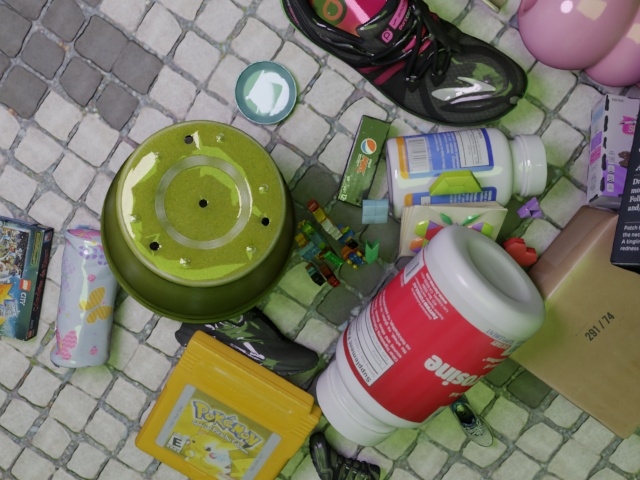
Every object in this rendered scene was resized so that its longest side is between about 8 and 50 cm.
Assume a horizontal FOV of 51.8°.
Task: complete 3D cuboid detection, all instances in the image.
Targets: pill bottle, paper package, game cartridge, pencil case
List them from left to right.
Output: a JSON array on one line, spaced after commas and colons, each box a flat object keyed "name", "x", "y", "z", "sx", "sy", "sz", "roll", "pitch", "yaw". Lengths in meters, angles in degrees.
[{"name": "pencil case", "x": -0.456, "y": 0.111, "z": 1.286, "sx": 0.113, "sy": 0.124, "sz": 0.273, "roll": 3, "pitch": 102, "yaw": -38}, {"name": "game cartridge", "x": -0.186, "y": 0.361, "z": 1.286, "sx": 0.285, "sy": 0.053, "sz": 0.324, "roll": 30, "pitch": 121, "yaw": -2}, {"name": "pill bottle", "x": 0.176, "y": 0.184, "z": 1.173, "sx": 0.229, "sy": 0.229, "sz": 0.408, "roll": 38, "pitch": 118, "yaw": -3}, {"name": "pill bottle", "x": 0.260, "y": -0.125, "z": 1.201, "sx": 0.271, "sy": 0.152, "sz": 0.152, "roll": -5, "pitch": 98, "yaw": 3}, {"name": "paper package", "x": 0.528, "y": 0.146, "z": 1.222, "sx": 0.309, "sy": 0.168, "sz": 0.325, "roll": 36, "pitch": 97, "yaw": -4}]

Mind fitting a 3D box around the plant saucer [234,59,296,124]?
[{"name": "plant saucer", "x": -0.104, "y": -0.282, "z": 1.259, "sx": 0.119, "sy": 0.021, "sz": 0.119, "roll": 0, "pitch": 99, "yaw": 2}]

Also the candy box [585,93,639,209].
[{"name": "candy box", "x": 0.579, "y": -0.154, "z": 1.193, "sx": 0.164, "sy": 0.070, "sz": 0.196, "roll": 8, "pitch": 77, "yaw": 2}]

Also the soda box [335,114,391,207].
[{"name": "soda box", "x": 0.081, "y": -0.150, "z": 1.254, "sx": 0.060, "sy": 0.053, "sz": 0.169, "roll": 18, "pitch": 99, "yaw": -1}]

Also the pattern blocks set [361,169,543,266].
[{"name": "pattern blocks set", "x": 0.235, "y": -0.014, "z": 1.189, "sx": 0.324, "sy": 0.026, "sz": 0.285, "roll": -8, "pitch": 138, "yaw": 7}]

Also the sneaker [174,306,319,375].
[{"name": "sneaker", "x": -0.135, "y": 0.180, "z": 1.290, "sx": 0.286, "sy": 0.109, "sz": 0.130, "roll": 17, "pitch": 90, "yaw": -3}]

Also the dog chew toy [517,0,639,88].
[{"name": "dog chew toy", "x": 0.514, "y": -0.363, "z": 1.141, "sx": 0.331, "sy": 0.206, "sz": 0.207, "roll": 24, "pitch": 99, "yaw": -10}]

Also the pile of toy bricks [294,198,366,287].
[{"name": "pile of toy bricks", "x": 0.000, "y": 0.000, "z": 1.234, "sx": 0.118, "sy": 0.212, "sz": 0.105, "roll": -40, "pitch": 59, "yaw": 6}]

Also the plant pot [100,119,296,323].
[{"name": "plant pot", "x": -0.193, "y": -0.041, "z": 1.083, "sx": 0.366, "sy": 0.353, "sz": 0.367, "roll": 1, "pitch": 85, "yaw": -11}]

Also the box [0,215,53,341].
[{"name": "box", "x": -0.637, "y": 0.071, "z": 1.320, "sx": 0.159, "sy": 0.044, "sz": 0.233, "roll": 13, "pitch": 98, "yaw": 1}]

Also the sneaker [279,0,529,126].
[{"name": "sneaker", "x": 0.136, "y": -0.341, "z": 1.149, "sx": 0.482, "sy": 0.202, "sz": 0.185, "roll": 26, "pitch": 99, "yaw": -1}]

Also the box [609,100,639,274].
[{"name": "box", "x": 0.747, "y": -0.129, "z": 0.984, "sx": 0.479, "sy": 0.297, "sz": 0.472, "roll": 16, "pitch": 85, "yaw": -23}]

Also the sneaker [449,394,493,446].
[{"name": "sneaker", "x": 0.299, "y": 0.365, "z": 1.317, "sx": 0.052, "sy": 0.058, "sz": 0.135, "roll": -39, "pitch": 96, "yaw": 7}]

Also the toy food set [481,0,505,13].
[{"name": "toy food set", "x": 0.321, "y": -0.591, "z": 1.161, "sx": 0.219, "sy": 0.092, "sz": 0.306, "roll": 37, "pitch": 98, "yaw": -3}]

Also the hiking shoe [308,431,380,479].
[{"name": "hiking shoe", "x": 0.060, "y": 0.471, "z": 1.340, "sx": 0.114, "sy": 0.086, "sz": 0.227, "roll": -30, "pitch": 102, "yaw": -7}]
